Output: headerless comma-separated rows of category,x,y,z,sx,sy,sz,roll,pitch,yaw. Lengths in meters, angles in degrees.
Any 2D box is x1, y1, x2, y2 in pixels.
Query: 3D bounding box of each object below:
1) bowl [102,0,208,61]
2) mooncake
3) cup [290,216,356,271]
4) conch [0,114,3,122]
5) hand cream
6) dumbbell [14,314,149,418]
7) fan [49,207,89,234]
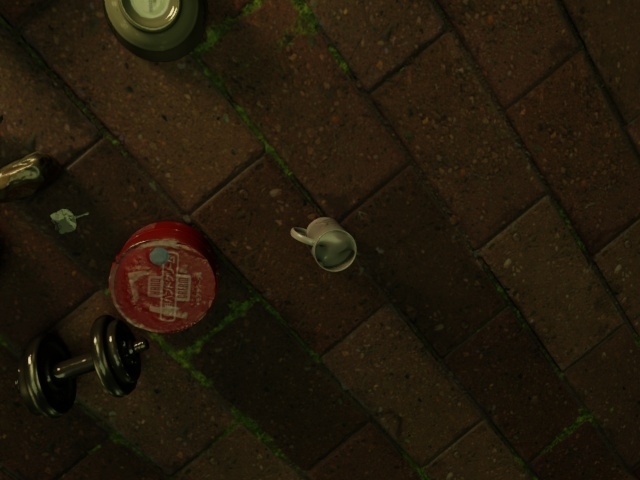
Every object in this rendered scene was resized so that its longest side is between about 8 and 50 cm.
bowl,-0.328,-0.463,1.012,0.211,0.112,0.212,-3,106,-9
mooncake,-0.598,-0.125,1.043,0.129,0.125,0.073,-25,114,0
cup,0.009,-0.006,1.198,0.099,0.133,0.136,-43,109,4
conch,-0.718,-0.197,1.026,0.200,0.080,0.095,-29,123,16
hand cream,-0.340,0.076,1.143,0.230,0.149,0.230,-4,108,-12
dumbbell,-0.521,0.273,1.137,0.289,0.192,0.192,-17,108,-5
fan,-0.549,-0.047,1.139,0.083,0.004,0.056,-18,109,-7
